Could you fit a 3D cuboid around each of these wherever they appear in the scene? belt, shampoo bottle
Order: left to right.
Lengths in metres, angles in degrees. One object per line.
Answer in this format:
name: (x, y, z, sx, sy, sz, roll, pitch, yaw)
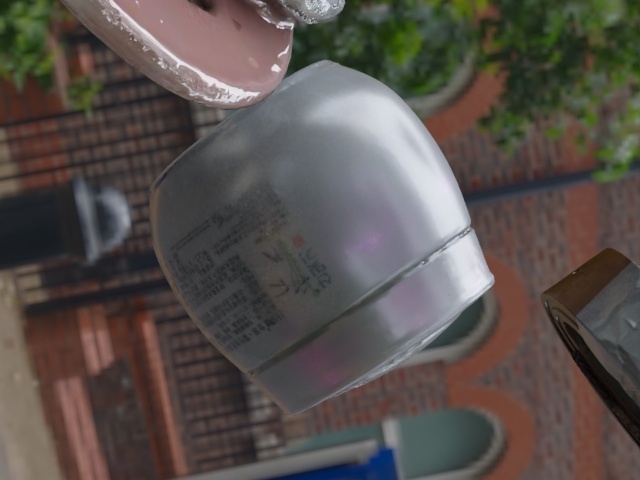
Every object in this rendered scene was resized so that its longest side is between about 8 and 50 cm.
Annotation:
shampoo bottle: (0.000, 0.000, 1.510, 0.266, 0.273, 0.273, 56, -3, -1)
belt: (0.331, 0.127, 1.663, 0.261, 0.105, 0.184, 55, -7, 31)

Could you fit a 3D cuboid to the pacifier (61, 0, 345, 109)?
pacifier: (-0.113, -0.186, 0.672, 0.220, 0.273, 0.332, 98, -22, -59)
